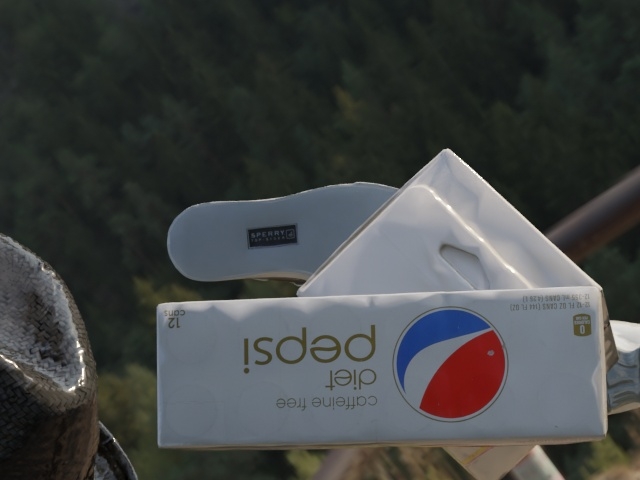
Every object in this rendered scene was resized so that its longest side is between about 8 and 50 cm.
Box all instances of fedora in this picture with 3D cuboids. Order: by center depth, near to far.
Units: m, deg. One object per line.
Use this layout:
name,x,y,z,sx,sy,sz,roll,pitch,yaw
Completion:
fedora,-0.250,0.086,0.900,0.334,0.334,0.152,-98,30,-63

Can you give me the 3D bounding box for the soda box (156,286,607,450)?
soda box,0.031,0.066,0.685,0.216,0.074,0.069,-3,-10,9

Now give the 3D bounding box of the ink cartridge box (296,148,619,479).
ink cartridge box,0.119,0.071,1.124,0.168,0.232,0.171,-44,66,-2

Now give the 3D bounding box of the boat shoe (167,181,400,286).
boat shoe,0.000,0.004,1.420,0.306,0.113,0.105,-7,-3,21

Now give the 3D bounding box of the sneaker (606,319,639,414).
sneaker,0.364,0.139,1.503,0.129,0.111,0.297,-5,4,-27
